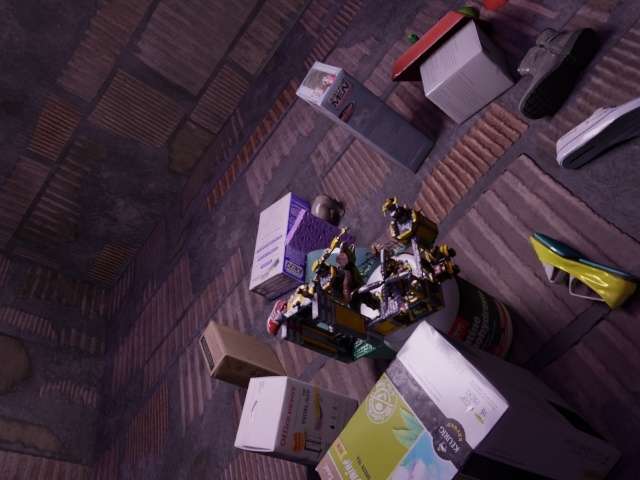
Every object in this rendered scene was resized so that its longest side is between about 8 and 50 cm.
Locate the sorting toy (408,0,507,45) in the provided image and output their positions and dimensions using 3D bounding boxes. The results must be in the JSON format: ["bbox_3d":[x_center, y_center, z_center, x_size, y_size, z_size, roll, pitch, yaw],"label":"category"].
[{"bbox_3d":[0.413,-0.705,1.607,0.365,0.126,0.127,-34,41,36],"label":"sorting toy"}]

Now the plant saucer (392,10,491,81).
[{"bbox_3d":[0.339,-0.559,1.513,0.259,0.258,0.048,-36,84,35],"label":"plant saucer"}]

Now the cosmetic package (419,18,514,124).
[{"bbox_3d":[0.390,-0.449,1.417,0.183,0.151,0.152,-35,40,35],"label":"cosmetic package"}]

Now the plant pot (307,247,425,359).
[{"bbox_3d":[0.104,0.160,1.252,0.293,0.292,0.235,-10,71,52],"label":"plant pot"}]

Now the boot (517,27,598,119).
[{"bbox_3d":[0.530,-0.399,1.262,0.247,0.083,0.161,-53,25,3],"label":"boot"}]

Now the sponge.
[{"bbox_3d":[0.000,0.000,1.579,0.031,0.210,0.117,26,89,57],"label":"sponge"}]

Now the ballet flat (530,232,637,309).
[{"bbox_3d":[0.473,0.057,0.987,0.231,0.077,0.077,40,117,56],"label":"ballet flat"}]

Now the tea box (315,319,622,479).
[{"bbox_3d":[0.232,0.358,0.851,0.324,0.328,0.220,-56,32,8],"label":"tea box"}]

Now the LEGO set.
[{"bbox_3d":[0.056,0.063,0.940,0.331,0.192,0.255,-30,44,40],"label":"LEGO set"}]

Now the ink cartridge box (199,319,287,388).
[{"bbox_3d":[-0.241,0.364,1.622,0.088,0.234,0.193,-57,31,7],"label":"ink cartridge box"}]

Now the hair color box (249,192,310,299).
[{"bbox_3d":[-0.140,0.019,1.868,0.185,0.110,0.339,-30,42,39],"label":"hair color box"}]

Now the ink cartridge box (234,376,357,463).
[{"bbox_3d":[-0.057,0.448,1.293,0.168,0.232,0.171,-21,50,47],"label":"ink cartridge box"}]

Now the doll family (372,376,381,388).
[{"bbox_3d":[0.169,0.340,1.204,0.193,0.076,0.112,-43,41,33],"label":"doll family"}]

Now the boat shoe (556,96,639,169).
[{"bbox_3d":[0.570,-0.234,1.053,0.226,0.083,0.076,-33,42,39],"label":"boat shoe"}]

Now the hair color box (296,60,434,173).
[{"bbox_3d":[0.130,-0.347,1.499,0.114,0.374,0.185,-57,32,8],"label":"hair color box"}]

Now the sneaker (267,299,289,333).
[{"bbox_3d":[-0.136,0.252,1.742,0.067,0.042,0.119,-13,54,55],"label":"sneaker"}]

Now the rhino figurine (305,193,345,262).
[{"bbox_3d":[-0.006,-0.039,1.716,0.073,0.106,0.244,4,69,57],"label":"rhino figurine"}]

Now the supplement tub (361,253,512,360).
[{"bbox_3d":[0.235,0.156,1.057,0.191,0.272,0.191,-35,41,37],"label":"supplement tub"}]
